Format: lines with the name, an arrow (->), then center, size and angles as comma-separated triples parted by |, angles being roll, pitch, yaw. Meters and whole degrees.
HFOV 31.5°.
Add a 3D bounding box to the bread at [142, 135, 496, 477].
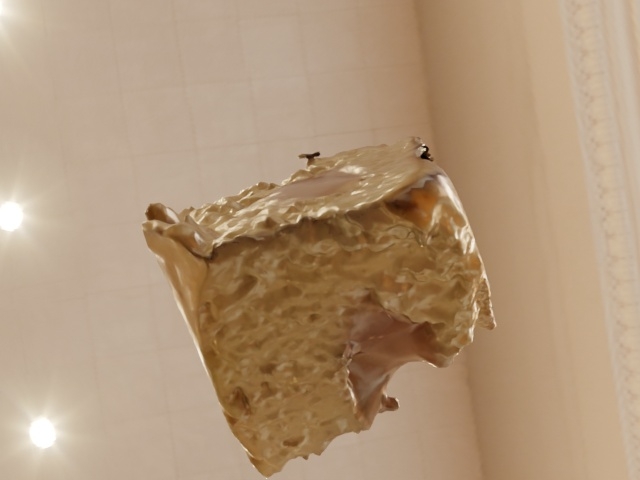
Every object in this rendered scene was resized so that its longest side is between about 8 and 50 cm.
bread -> -0.004, -0.011, 0.710 | 0.183, 0.224, 0.211 | -17, -130, 6
